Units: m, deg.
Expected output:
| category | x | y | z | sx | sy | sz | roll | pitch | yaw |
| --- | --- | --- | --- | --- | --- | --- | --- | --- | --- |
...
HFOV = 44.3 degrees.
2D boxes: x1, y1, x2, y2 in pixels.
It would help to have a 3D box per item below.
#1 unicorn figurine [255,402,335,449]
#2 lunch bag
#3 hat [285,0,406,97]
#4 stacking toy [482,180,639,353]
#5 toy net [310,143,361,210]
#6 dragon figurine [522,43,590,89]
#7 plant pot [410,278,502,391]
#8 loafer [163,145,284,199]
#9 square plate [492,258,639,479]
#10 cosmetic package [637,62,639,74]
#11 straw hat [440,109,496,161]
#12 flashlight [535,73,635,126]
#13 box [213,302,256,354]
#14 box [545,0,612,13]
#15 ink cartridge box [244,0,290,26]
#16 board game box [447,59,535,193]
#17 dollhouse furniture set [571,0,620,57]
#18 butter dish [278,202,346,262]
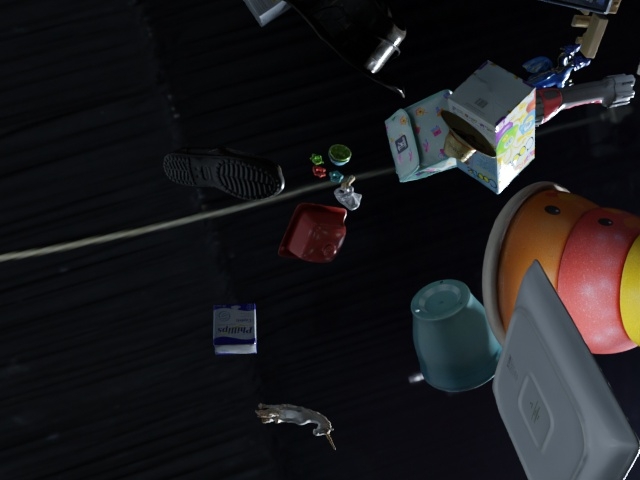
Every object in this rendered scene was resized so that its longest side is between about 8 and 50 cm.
| category | x | y | z | sx | sy | sz | roll | pitch | yaw |
| --- | --- | --- | --- | --- | --- | --- | --- | --- | --- |
| unicorn figurine | -0.050 | 0.346 | 1.539 | 0.162 | 0.111 | 0.060 | 21 | -84 | 54 |
| lunch bag | 0.338 | -0.323 | 2.487 | 0.160 | 0.262 | 0.223 | 5 | 69 | -63 |
| hat | 0.072 | -0.426 | 1.521 | 0.331 | 0.134 | 0.331 | 34 | 18 | -13 |
| stacking toy | 0.560 | 0.075 | 1.370 | 0.480 | 0.350 | 0.351 | 6 | -62 | 46 |
| toy net | 0.051 | -0.187 | 2.313 | 0.045 | 0.122 | 0.232 | 107 | -29 | -48 |
| dragon figurine | 0.638 | -0.475 | 2.273 | 0.144 | 0.289 | 0.085 | 26 | 53 | -54 |
| plant pot | 0.393 | 0.268 | 2.366 | 0.272 | 0.271 | 0.255 | -114 | 178 | -59 |
| loafer | -0.160 | -0.132 | 1.356 | 0.078 | 0.220 | 0.080 | -60 | 159 | -49 |
| square plate | 0.355 | 0.267 | 1.235 | 0.347 | 0.049 | 0.344 | 91 | -13 | -45 |
| cosmetic package | 0.956 | -0.410 | 1.845 | 0.365 | 0.155 | 0.197 | 33 | -2 | 17 |
| straw hat | 0.277 | -0.191 | 1.568 | 0.061 | 0.144 | 0.144 | -53 | -144 | 26 |
| flashlight | 0.674 | -0.373 | 2.098 | 0.103 | 0.304 | 0.103 | -123 | -156 | -68 |
| box | -0.255 | 0.264 | 2.355 | 0.072 | 0.126 | 0.137 | 96 | -9 | -57 |
| box | 0.463 | -0.545 | 1.422 | 0.059 | 0.183 | 0.233 | -27 | 134 | -64 |
| ink cartridge box | -0.116 | -0.656 | 2.005 | 0.128 | 0.176 | 0.127 | 55 | 0 | -3 |
| board game box | 0.412 | -0.265 | 1.877 | 0.144 | 0.142 | 0.275 | 40 | -14 | 29 |
| dollhouse furniture set | 0.813 | -0.616 | 2.257 | 0.151 | 0.123 | 0.144 | -101 | -163 | -52 |
| butter dish | 0.000 | 0.000 | 1.969 | 0.118 | 0.160 | 0.160 | 47 | -59 | 46 |
